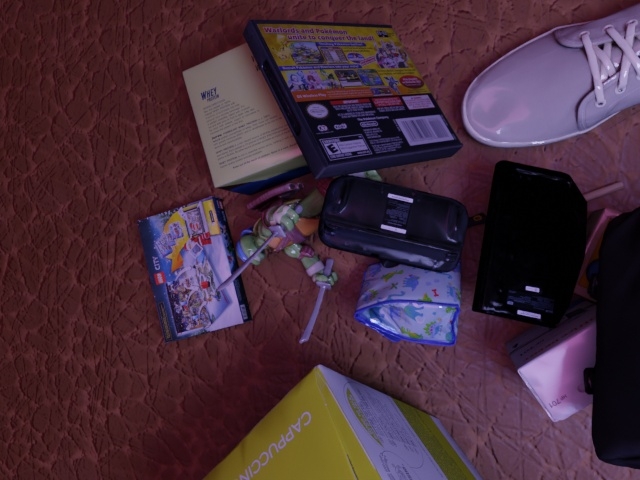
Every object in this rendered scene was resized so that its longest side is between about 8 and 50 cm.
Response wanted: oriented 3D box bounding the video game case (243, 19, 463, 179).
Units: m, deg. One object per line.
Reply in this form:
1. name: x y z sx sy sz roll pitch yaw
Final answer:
1. video game case: 0.055 -0.217 0.781 0.035 0.275 0.248 -46 65 51

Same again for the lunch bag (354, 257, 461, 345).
1. lunch bag: 0.135 0.086 0.808 0.151 0.129 0.096 6 122 11

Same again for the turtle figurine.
1. turtle figurine: 0.000 0.000 0.828 0.266 0.274 0.198 -37 114 8

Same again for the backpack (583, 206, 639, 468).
1. backpack: 0.492 0.121 0.521 0.356 0.273 0.290 21 68 -10

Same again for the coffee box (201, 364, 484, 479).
1. coffee box: 0.048 0.424 0.662 0.337 0.334 0.338 -47 41 9

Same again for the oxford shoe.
1. oxford shoe: 0.421 -0.255 0.748 0.449 0.130 0.169 -15 87 16

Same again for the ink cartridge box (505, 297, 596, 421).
1. ink cartridge box: 0.341 0.155 0.726 0.140 0.191 0.082 -36 79 11

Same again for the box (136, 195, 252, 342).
1. box: -0.230 0.054 0.964 0.159 0.044 0.233 -16 85 15

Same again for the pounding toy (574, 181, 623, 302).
1. pounding toy: 0.409 -0.004 0.762 0.206 0.094 0.181 25 95 14

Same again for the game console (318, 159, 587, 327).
1. game console: 0.182 -0.020 0.727 0.361 0.044 0.213 13 79 0

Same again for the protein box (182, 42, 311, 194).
1. protein box: -0.088 -0.206 0.883 0.200 0.136 0.201 -18 84 15

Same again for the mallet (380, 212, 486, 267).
1. mallet: 0.168 -0.018 0.832 0.190 0.039 0.062 -23 63 -14
